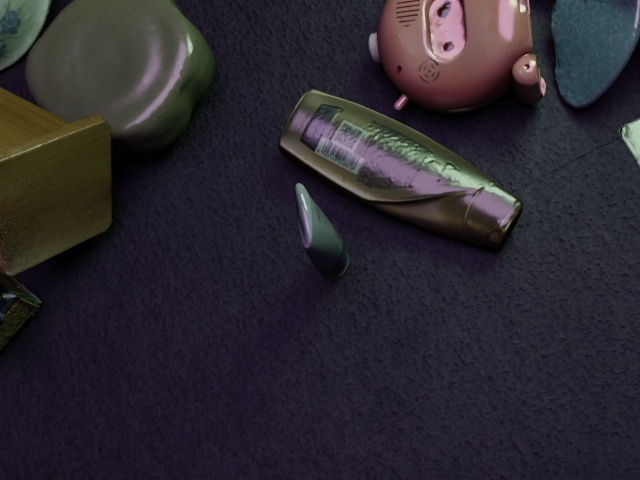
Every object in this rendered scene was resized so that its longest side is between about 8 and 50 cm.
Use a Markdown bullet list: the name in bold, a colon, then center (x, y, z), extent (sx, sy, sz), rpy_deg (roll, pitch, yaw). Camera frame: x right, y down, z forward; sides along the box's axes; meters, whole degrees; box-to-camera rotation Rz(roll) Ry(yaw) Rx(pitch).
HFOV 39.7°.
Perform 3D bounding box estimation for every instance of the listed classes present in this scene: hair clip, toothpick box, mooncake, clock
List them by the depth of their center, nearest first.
- **hair clip**: center (0.472, -0.417, 1.212), extent (0.239, 0.392, 0.318), rpy_deg (-13, 68, -23)
- **toothpick box**: center (-0.471, -0.119, 1.252), extent (0.308, 0.187, 0.190), rpy_deg (28, 41, 25)
- **clock**: center (0.186, -0.297, 1.264), extent (0.241, 0.142, 0.227), rpy_deg (-6, 81, 18)
- **mooncake**: center (-0.294, -0.248, 1.328), extent (0.275, 0.135, 0.274), rpy_deg (-3, 75, 10)

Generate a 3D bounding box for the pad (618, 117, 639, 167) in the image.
- **pad**: center (0.519, -0.146, 1.258), extent (0.157, 0.003, 0.112), rpy_deg (-25, 72, -1)

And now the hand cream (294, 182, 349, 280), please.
- **hand cream**: center (0.000, 0.000, 1.148), extent (0.048, 0.255, 0.079), rpy_deg (-16, 73, 6)

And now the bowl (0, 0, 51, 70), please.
- **bowl**: center (-0.585, -0.402, 1.351), extent (0.314, 0.146, 0.313), rpy_deg (0, 95, 0)

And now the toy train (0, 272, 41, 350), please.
- **toy train**: center (-0.534, 0.060, 1.241), extent (0.261, 0.177, 0.134), rpy_deg (37, 82, 17)

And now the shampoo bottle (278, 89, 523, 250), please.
- **shampoo bottle**: center (0.114, -0.096, 1.253), extent (0.350, 0.084, 0.125), rpy_deg (27, 81, 14)
